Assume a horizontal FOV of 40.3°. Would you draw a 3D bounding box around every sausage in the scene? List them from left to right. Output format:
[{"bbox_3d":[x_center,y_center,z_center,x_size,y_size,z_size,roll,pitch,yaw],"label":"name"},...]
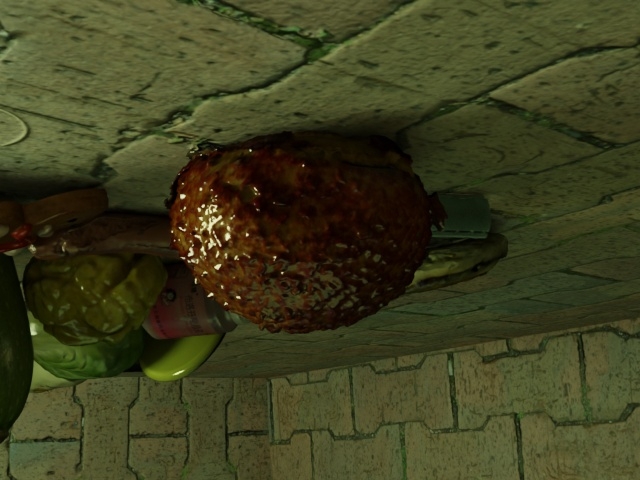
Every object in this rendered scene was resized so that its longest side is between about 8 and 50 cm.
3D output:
[{"bbox_3d":[-0.275,-0.005,1.298,0.304,0.078,0.078,2,165,-26],"label":"sausage"}]

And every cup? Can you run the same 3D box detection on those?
[{"bbox_3d":[-0.671,0.268,2.237,0.202,0.255,0.173,-14,120,34],"label":"cup"}]

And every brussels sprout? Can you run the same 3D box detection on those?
[{"bbox_3d":[-0.457,0.169,1.693,0.244,0.244,0.244,-3,166,-1],"label":"brussels sprout"}]

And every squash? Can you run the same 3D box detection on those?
[{"bbox_3d":[-0.573,0.177,1.319,0.310,0.308,0.310,-21,175,-2],"label":"squash"}]

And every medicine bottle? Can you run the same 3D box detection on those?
[{"bbox_3d":[-0.208,0.105,1.622,0.247,0.147,0.147,-7,166,16],"label":"medicine bottle"}]

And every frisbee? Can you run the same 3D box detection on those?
[{"bbox_3d":[-0.273,0.173,1.735,0.236,0.236,0.017,-12,139,32],"label":"frisbee"}]

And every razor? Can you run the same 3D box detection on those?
[{"bbox_3d":[0.167,-0.021,1.387,0.106,0.068,0.232,2,170,-19],"label":"razor"}]

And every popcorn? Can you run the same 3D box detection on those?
[{"bbox_3d":[-0.361,0.069,1.416,0.226,0.200,0.203,-41,-176,16],"label":"popcorn"}]

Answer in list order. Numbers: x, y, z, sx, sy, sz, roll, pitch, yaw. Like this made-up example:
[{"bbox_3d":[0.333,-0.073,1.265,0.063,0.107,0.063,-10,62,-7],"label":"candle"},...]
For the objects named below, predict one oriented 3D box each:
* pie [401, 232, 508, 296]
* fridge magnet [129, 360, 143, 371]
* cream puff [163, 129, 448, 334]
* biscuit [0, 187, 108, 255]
[{"bbox_3d":[0.176,0.054,1.527,0.339,0.077,0.339,-16,176,-1],"label":"pie"},{"bbox_3d":[-0.421,0.213,1.979,0.364,0.155,0.363,-2,166,-1],"label":"fridge magnet"},{"bbox_3d":[-0.016,-0.001,1.059,0.351,0.228,0.350,-5,168,-1],"label":"cream puff"},{"bbox_3d":[-0.431,-0.006,1.128,0.324,0.049,0.205,-18,177,-21],"label":"biscuit"}]
